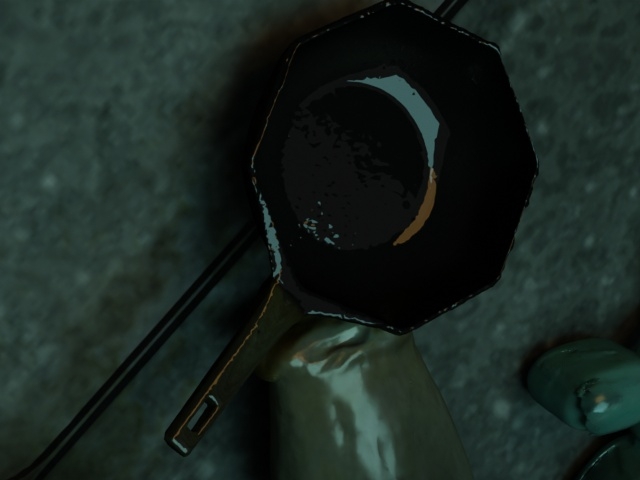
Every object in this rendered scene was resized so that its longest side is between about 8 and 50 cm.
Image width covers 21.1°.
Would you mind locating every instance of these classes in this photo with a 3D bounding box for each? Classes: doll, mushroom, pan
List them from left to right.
[{"bbox_3d":[-0.007,-0.015,0.693,0.202,0.048,0.128,-26,100,-27],"label":"pan"},{"bbox_3d":[0.056,0.164,0.807,0.109,0.097,0.351,-37,125,-10],"label":"mushroom"},{"bbox_3d":[0.182,0.065,0.874,0.158,0.059,0.159,-28,123,-20],"label":"doll"}]
